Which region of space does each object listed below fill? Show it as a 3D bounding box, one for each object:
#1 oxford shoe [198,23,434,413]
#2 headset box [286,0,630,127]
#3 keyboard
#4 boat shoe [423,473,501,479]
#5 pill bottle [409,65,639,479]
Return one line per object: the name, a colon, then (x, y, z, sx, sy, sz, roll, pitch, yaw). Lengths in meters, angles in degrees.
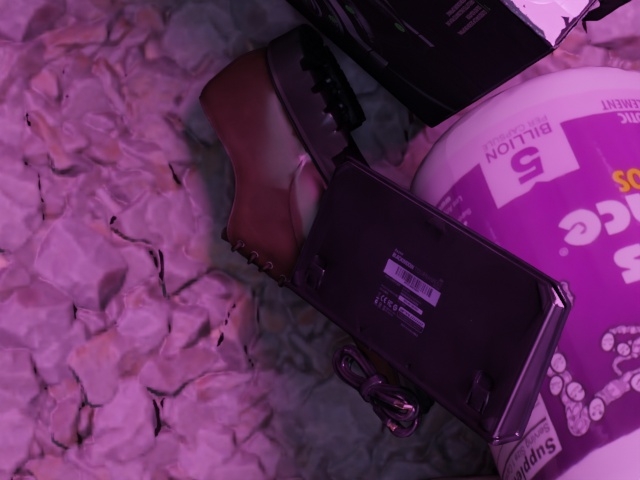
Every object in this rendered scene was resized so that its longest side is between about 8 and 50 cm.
oxford shoe: (0.000, 0.000, 0.833, 0.096, 0.083, 0.227, -23, 92, 17)
headset box: (0.031, -0.195, 0.723, 0.283, 0.246, 0.131, 41, 82, -3)
keyboard: (0.045, 0.037, 0.719, 0.023, 0.180, 0.108, 14, 104, -38)
boat shoe: (0.189, 0.165, 0.821, 0.340, 0.113, 0.127, -5, 93, -2)
pill bottle: (0.161, 0.074, 0.720, 0.169, 0.169, 0.301, -18, 56, -1)
